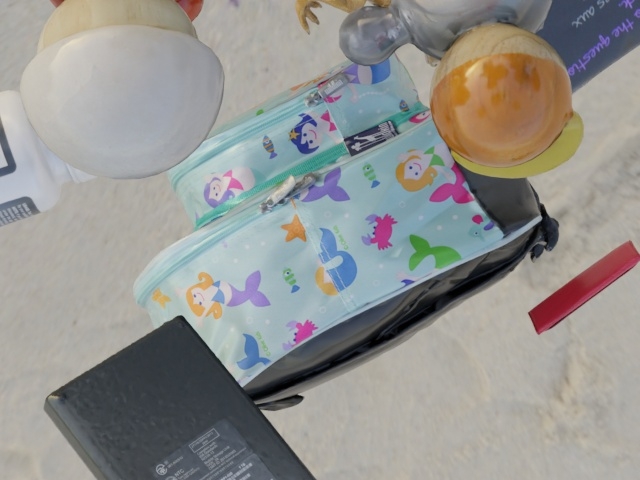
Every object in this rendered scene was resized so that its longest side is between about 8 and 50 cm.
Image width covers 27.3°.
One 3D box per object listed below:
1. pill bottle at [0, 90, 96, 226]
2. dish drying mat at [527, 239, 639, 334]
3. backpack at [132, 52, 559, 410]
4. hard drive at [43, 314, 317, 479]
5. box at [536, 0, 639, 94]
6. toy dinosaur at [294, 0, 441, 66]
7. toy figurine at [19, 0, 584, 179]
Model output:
[{"bbox_3d":[-0.277,-0.065,1.104,0.180,0.108,0.108,-19,106,-4],"label":"pill bottle"},{"bbox_3d":[0.173,0.031,0.860,0.083,0.032,0.008,-39,110,13],"label":"dish drying mat"},{"bbox_3d":[0.000,0.000,0.863,0.253,0.225,0.191,-36,86,1],"label":"backpack"},{"bbox_3d":[-0.072,0.114,0.710,0.094,0.022,0.135,-32,73,-32],"label":"hard drive"},{"bbox_3d":[0.070,-0.222,0.599,0.143,0.165,0.270,-35,118,0],"label":"box"},{"bbox_3d":[0.020,-0.199,0.942,0.211,0.112,0.064,32,64,-42],"label":"toy dinosaur"},{"bbox_3d":[0.022,-0.108,0.379,0.209,0.213,0.148,4,64,-27],"label":"toy figurine"}]
